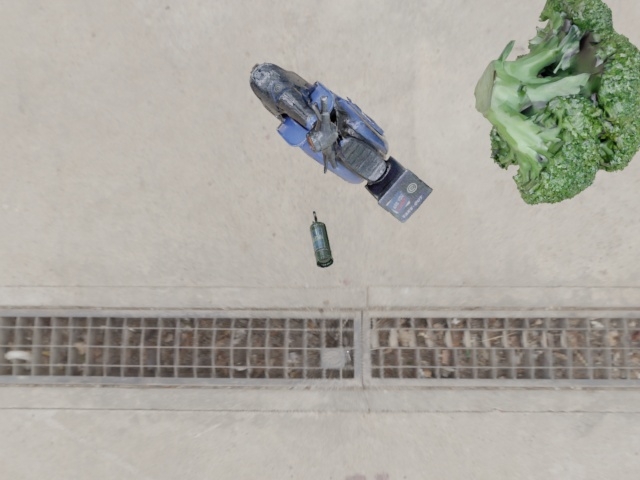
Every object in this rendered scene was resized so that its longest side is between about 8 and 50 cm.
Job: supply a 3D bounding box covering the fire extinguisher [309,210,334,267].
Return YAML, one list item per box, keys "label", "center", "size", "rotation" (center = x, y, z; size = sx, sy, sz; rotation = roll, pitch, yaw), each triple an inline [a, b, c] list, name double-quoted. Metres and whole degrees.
- label: "fire extinguisher"
  center: [0.000, 0.000, 1.052]
  size: [0.025, 0.038, 0.083]
  rotation: [-13, 56, 1]

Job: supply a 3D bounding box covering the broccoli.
- label: "broccoli"
  center: [0.441, -0.253, 1.375]
  size: [0.310, 0.321, 0.413]
  rotation: [7, 84, 20]

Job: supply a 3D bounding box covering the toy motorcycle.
- label: "toy motorcycle"
  center: [0.027, -0.178, 1.252]
  size: [0.125, 0.358, 0.212]
  rotation: [-50, 40, 9]
